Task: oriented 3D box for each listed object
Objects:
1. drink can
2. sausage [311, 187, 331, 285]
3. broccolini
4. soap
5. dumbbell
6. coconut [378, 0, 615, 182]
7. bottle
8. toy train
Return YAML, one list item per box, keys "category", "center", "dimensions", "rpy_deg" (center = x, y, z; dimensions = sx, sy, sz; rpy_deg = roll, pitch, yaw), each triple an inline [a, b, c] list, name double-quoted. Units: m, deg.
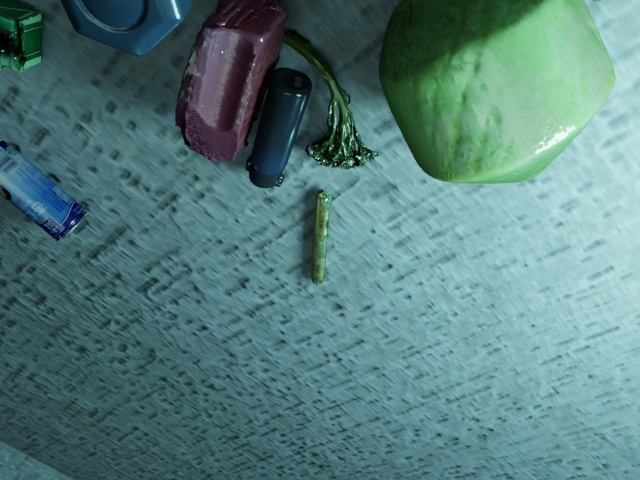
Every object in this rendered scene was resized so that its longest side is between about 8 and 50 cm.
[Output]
- category: "drink can"
  center: [-0.638, -0.109, 1.135]
  dimensions: [0.097, 0.097, 0.235]
  rpy_deg: [-29, 118, 30]
- category: "sausage"
  center: [0.000, 0.000, 1.118]
  dimensions: [0.032, 0.033, 0.269]
  rpy_deg: [9, 129, 6]
- category: "broccolini"
  center: [-0.007, -0.240, 0.929]
  dimensions: [0.123, 0.062, 0.271]
  rpy_deg: [-23, 113, 21]
- category: "soap"
  center: [-0.145, -0.270, 0.846]
  dimensions: [0.112, 0.182, 0.289]
  rpy_deg: [23, 124, -5]
- category: "dumbbell"
  center: [-0.218, -0.381, 0.684]
  dimensions: [0.156, 0.316, 0.144]
  rpy_deg: [20, 133, -11]
- category: "coconut"
  center: [0.237, -0.218, 0.735]
  dimensions: [0.328, 0.281, 0.328]
  rpy_deg: [29, 147, 22]
- category: "bottle"
  center: [-0.083, -0.194, 0.940]
  dimensions: [0.082, 0.072, 0.244]
  rpy_deg: [18, 139, -4]
- category: "toy train"
  center: [-0.619, -0.377, 0.881]
  dimensions: [0.269, 0.154, 0.115]
  rpy_deg: [21, 130, -4]
